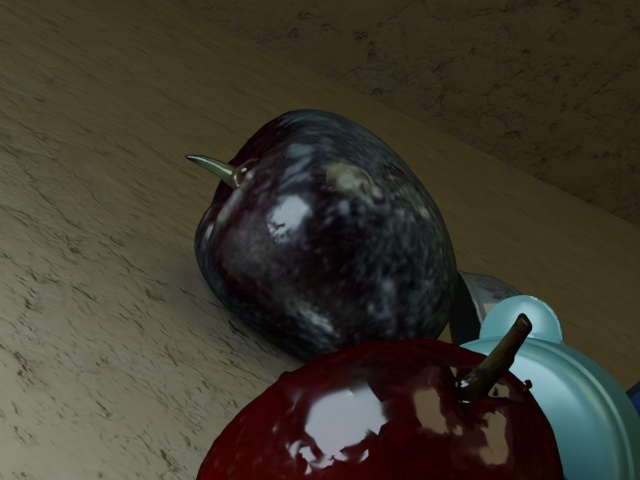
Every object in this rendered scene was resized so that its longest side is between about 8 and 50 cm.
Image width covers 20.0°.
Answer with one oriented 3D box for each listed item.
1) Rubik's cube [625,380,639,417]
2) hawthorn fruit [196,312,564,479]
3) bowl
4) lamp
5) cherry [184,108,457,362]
[{"bbox_3d":[0.419,0.236,1.400,0.310,0.305,0.307,25,36,-33],"label":"Rubik's cube"},{"bbox_3d":[0.061,0.151,1.157,0.230,0.266,0.210,18,36,-38],"label":"hawthorn fruit"},{"bbox_3d":[0.187,0.108,1.778,0.086,0.189,0.189,-13,22,-6],"label":"bowl"},{"bbox_3d":[0.155,0.197,1.350,0.147,0.209,0.284,25,31,-41],"label":"lamp"},{"bbox_3d":[0.000,0.000,1.720,0.296,0.218,0.255,43,6,-13],"label":"cherry"}]
